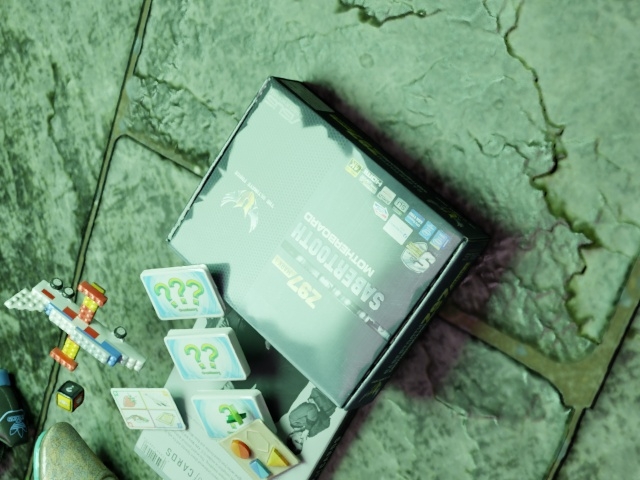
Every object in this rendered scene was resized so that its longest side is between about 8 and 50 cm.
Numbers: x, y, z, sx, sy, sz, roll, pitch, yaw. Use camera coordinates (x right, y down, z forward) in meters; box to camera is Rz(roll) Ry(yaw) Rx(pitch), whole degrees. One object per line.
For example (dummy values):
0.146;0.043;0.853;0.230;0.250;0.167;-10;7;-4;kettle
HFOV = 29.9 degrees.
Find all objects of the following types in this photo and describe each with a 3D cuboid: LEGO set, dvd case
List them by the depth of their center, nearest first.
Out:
-0.177;0.116;1.104;0.244;0.060;0.182;-4;117;34;LEGO set
-0.069;0.163;1.124;0.179;0.029;0.238;39;118;22;dvd case

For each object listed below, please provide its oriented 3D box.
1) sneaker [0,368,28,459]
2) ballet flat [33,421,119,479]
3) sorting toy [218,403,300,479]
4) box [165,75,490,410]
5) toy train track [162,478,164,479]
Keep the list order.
-0.413;0.233;1.338;0.232;0.081;0.090;-36;71;32;sneaker
-0.214;0.334;1.224;0.106;0.107;0.316;-3;102;14;ballet flat
-0.065;0.183;1.080;0.062;0.012;0.083;-32;106;35;sorting toy
0.000;0.000;1.015;0.233;0.059;0.183;42;111;22;box
-0.132;0.267;1.194;0.083;0.014;0.048;48;120;19;toy train track
